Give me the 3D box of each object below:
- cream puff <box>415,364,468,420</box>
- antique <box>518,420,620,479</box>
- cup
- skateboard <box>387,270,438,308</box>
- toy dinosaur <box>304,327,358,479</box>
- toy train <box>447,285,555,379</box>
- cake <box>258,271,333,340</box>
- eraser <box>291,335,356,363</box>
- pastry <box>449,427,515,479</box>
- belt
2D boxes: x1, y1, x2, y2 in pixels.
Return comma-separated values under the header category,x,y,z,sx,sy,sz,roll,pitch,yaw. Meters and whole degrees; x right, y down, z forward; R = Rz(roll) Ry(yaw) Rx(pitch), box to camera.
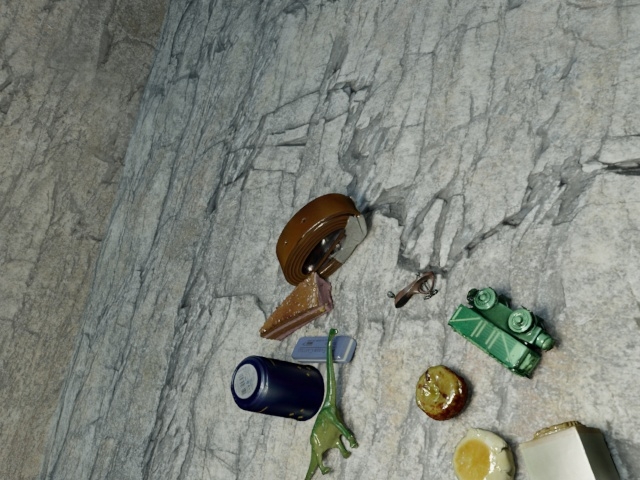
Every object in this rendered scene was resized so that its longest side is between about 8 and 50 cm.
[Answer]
category,x,y,z,sx,sy,sz,roll,pitch,yaw
cream puff,0.322,0.401,1.689,0.149,0.084,0.149,-22,54,34
antique,0.540,0.479,1.399,0.146,0.151,0.148,-33,55,31
cup,-0.165,0.472,1.997,0.255,0.256,0.179,-34,52,30
skateboard,0.274,0.149,1.864,0.151,0.067,0.080,-40,59,20
toy dinosaur,-0.007,0.518,1.924,0.447,0.087,0.301,-55,53,20
toy train,0.453,0.219,1.620,0.269,0.115,0.154,36,93,45
cake,-0.076,0.244,2.110,0.295,0.116,0.113,-43,48,21
eraser,0.009,0.345,2.026,0.225,0.036,0.082,-9,42,41
pastry,0.394,0.538,1.558,0.165,0.088,0.166,-18,61,36
belt,0.000,0.000,2.076,0.339,0.217,0.122,-49,40,21
